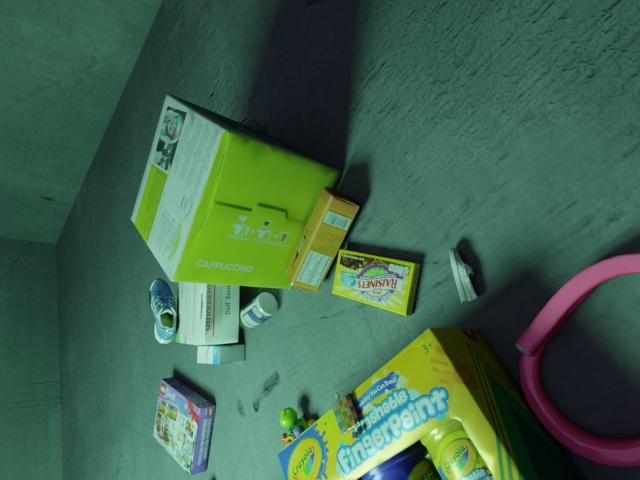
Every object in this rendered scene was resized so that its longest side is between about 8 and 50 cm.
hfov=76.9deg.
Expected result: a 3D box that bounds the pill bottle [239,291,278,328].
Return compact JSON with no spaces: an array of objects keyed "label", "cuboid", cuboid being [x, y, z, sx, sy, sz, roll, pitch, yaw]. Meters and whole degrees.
[{"label":"pill bottle","cuboid":[-0.175,0.196,1.099,0.120,0.067,0.067,-39,57,35]}]

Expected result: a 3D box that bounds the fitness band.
[{"label":"fitness band","cuboid":[0.394,0.152,0.530,0.209,0.054,0.291,47,117,40]}]

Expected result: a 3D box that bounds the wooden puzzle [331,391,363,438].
[{"label":"wooden puzzle","cuboid":[0.043,0.291,0.674,0.049,0.006,0.083,-49,45,29]}]

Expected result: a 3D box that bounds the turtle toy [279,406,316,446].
[{"label":"turtle toy","cuboid":[-0.054,0.450,0.928,0.095,0.066,0.130,-44,54,32]}]

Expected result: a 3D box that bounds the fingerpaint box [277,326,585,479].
[{"label":"fingerpaint box","cuboid":[0.157,0.417,0.642,0.445,0.163,0.371,-49,49,28]}]

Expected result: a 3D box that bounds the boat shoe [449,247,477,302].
[{"label":"boat shoe","cuboid":[0.253,0.058,0.712,0.035,0.035,0.100,-14,66,15]}]

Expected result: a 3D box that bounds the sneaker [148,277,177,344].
[{"label":"sneaker","cuboid":[-0.477,0.208,1.247,0.081,0.080,0.211,-46,56,42]}]

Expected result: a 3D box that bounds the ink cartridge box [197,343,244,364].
[{"label":"ink cartridge box","cuboid":[-0.292,0.331,1.179,0.122,0.088,0.052,-16,72,43]}]

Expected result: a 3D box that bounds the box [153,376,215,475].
[{"label":"box","cuboid":[-0.452,0.594,1.320,0.293,0.057,0.201,6,88,46]}]

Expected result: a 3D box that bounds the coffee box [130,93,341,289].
[{"label":"coffee box","cuboid":[-0.218,-0.108,1.003,0.334,0.337,0.339,37,109,43]}]

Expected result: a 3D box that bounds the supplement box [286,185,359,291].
[{"label":"supplement box","cuboid":[0.000,0.000,0.936,0.234,0.080,0.078,-62,23,16]}]

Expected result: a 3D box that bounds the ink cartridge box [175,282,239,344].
[{"label":"ink cartridge box","cuboid":[-0.320,0.191,1.157,0.353,0.119,0.208,-20,69,58]}]

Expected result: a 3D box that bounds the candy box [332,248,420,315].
[{"label":"candy box","cuboid":[0.111,0.083,0.854,0.205,0.027,0.105,9,92,47]}]

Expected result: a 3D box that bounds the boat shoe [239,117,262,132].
[{"label":"boat shoe","cuboid":[-0.278,-0.221,1.251,0.095,0.112,0.336,33,110,39]}]
